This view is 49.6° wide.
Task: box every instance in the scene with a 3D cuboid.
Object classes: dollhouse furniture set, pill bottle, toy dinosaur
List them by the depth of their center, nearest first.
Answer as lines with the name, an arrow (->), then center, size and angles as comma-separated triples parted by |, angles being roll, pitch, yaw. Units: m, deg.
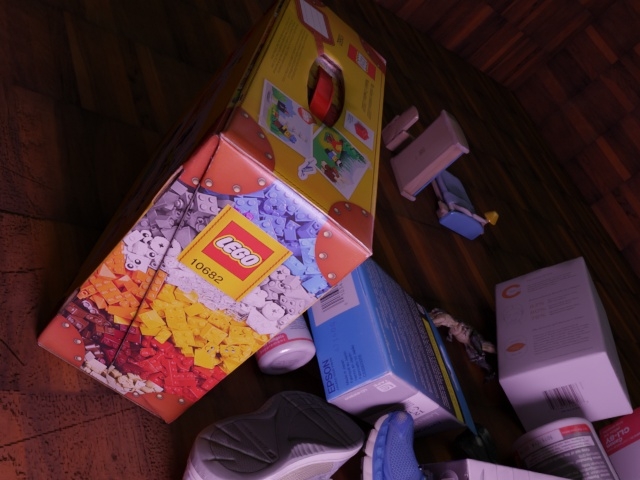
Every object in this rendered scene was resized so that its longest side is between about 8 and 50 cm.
pill bottle -> -0.073, 0.111, 1.029 | 0.087, 0.087, 0.160 | 11, 45, -46
pill bottle -> 0.466, 0.476, 1.228 | 0.161, 0.161, 0.283 | 20, 40, -39
toy dinosaur -> 0.325, 0.226, 1.445 | 0.268, 0.064, 0.118 | 34, 26, -29
dollhouse furniture set -> 0.359, -0.202, 1.849 | 0.303, 0.198, 0.286 | 26, 36, -34

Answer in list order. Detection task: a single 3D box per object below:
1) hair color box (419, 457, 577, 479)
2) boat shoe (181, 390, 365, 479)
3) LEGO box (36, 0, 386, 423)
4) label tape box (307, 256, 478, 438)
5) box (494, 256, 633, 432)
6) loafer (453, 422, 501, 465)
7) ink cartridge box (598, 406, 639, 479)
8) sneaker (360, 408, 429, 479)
hair color box -> 0.288, 0.446, 1.041 | 0.338, 0.110, 0.185 | 24, 57, -38
boat shoe -> -0.055, 0.273, 0.869 | 0.118, 0.103, 0.320 | 39, 19, 25
LEGO box -> -0.110, -0.078, 0.916 | 0.193, 0.372, 0.500 | 37, 32, -18
label tape box -> 0.116, 0.187, 1.143 | 0.347, 0.115, 0.249 | 43, 24, -47
box -> 0.510, 0.220, 1.495 | 0.168, 0.215, 0.345 | 58, 26, -22
loafer -> 0.287, 0.405, 1.197 | 0.061, 0.062, 0.170 | -24, 78, -19
ink cartridge box -> 0.781, 0.593, 1.499 | 0.279, 0.160, 0.385 | 39, 31, -14
sneaker -> 0.134, 0.375, 0.895 | 0.130, 0.147, 0.330 | 74, 8, -49
